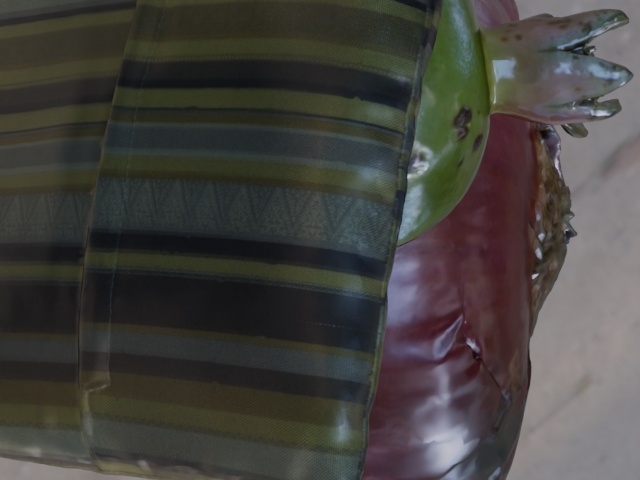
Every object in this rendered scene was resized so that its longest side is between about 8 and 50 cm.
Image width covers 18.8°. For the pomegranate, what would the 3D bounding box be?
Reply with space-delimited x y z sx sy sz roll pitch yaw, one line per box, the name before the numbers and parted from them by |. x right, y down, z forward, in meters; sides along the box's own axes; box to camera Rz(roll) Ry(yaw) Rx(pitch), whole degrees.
pomegranate | 0.026 -0.068 0.720 0.159 0.129 0.129 -24 133 -20

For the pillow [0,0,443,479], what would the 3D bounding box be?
pillow | -0.053 -0.028 0.616 0.052 0.208 0.212 25 72 -47

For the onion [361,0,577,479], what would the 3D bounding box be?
onion | 0.000 0.000 1.093 0.285 0.347 0.347 5 128 5
